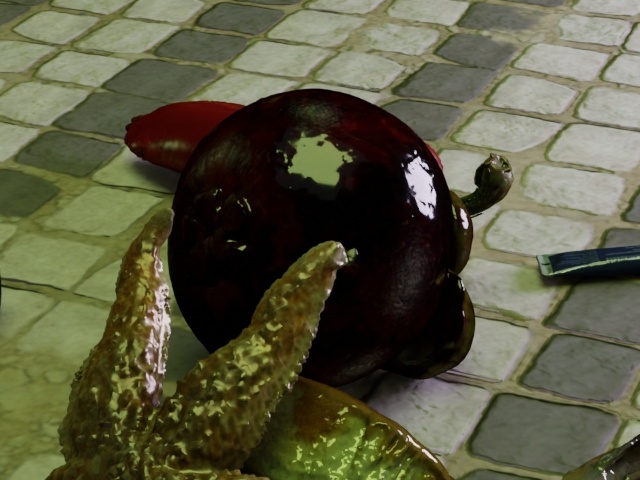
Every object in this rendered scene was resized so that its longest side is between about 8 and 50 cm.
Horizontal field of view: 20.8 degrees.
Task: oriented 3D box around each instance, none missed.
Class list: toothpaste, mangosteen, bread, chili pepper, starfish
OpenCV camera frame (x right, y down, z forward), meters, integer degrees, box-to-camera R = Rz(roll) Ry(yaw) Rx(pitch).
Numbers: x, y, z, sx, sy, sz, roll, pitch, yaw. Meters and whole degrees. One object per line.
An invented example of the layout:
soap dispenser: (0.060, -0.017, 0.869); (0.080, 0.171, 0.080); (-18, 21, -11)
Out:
toothpaste: (0.227, 0.014, 1.265); (0.140, 0.021, 0.037); (-4, 21, 0)
mangosteen: (0.000, 0.000, 1.129); (0.210, 0.210, 0.210); (-2, 28, 1)
bread: (0.014, 0.133, 0.950); (0.140, 0.128, 0.069); (19, 70, 36)
chili pepper: (-0.016, -0.056, 1.330); (0.110, 0.110, 0.387); (-26, 31, -37)
starfish: (-0.071, 0.122, 0.889); (0.299, 0.302, 0.060); (0, -19, 33)

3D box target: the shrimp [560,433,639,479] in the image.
shrimp: (0.226, 0.155, 0.996); (0.195, 0.035, 0.148); (-3, 26, 1)
